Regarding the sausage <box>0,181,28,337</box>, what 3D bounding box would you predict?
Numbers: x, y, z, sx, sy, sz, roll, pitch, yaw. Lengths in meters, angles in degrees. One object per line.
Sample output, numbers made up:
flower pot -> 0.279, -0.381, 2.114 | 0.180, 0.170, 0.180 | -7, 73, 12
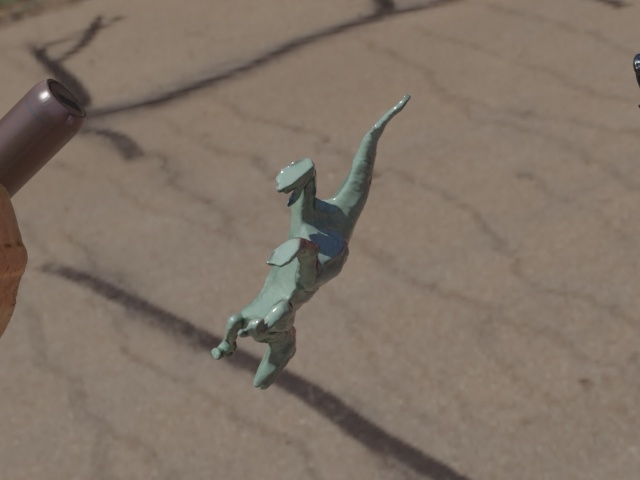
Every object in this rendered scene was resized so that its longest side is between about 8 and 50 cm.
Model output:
sausage -> -0.337, 0.017, 0.864 | 0.233, 0.233, 0.287 | -9, 0, 6

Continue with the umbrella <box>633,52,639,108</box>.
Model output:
umbrella -> 0.447, -0.174, 1.521 | 0.224, 0.080, 0.071 | 0, 34, 34

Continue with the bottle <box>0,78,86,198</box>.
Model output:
bottle -> -0.258, -0.072, 1.177 | 0.140, 0.053, 0.053 | -43, 20, 14

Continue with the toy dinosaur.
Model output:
toy dinosaur -> 0.000, 0.000, 1.057 | 0.053, 0.167, 0.242 | 33, 87, 23
